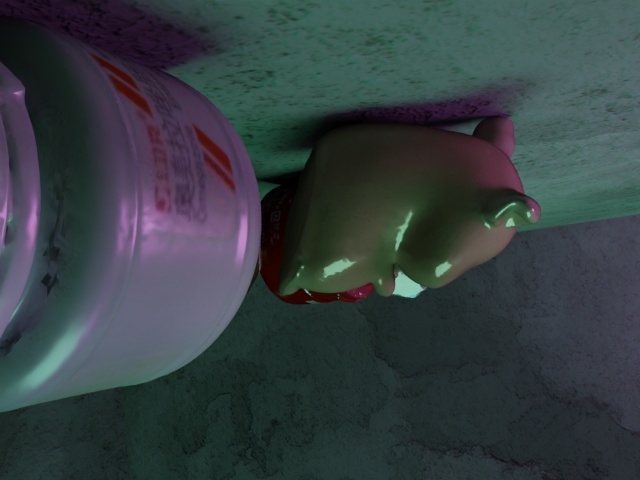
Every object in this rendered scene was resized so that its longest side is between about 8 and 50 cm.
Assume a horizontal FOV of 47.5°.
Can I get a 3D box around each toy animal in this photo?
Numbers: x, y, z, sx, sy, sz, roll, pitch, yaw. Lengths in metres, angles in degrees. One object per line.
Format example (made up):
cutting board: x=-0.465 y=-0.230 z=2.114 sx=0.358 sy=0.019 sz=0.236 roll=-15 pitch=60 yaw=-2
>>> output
toy animal: x=0.089 y=-0.025 z=0.811 sx=0.257 sy=0.212 sz=0.195 roll=5 pitch=-143 yaw=-4

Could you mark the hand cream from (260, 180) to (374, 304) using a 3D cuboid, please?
hand cream: x=0.000 y=0.000 z=1.084 sx=0.125 sy=0.193 sz=0.193 roll=-7 pitch=174 yaw=34

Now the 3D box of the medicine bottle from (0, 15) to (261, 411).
medicine bottle: x=-0.204 y=-0.016 z=0.448 sx=0.241 sy=0.241 sz=0.302 roll=-9 pitch=174 yaw=26

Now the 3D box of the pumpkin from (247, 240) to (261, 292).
pumpkin: x=-0.210 y=0.001 z=0.965 sx=0.261 sy=0.189 sz=0.260 roll=-12 pitch=146 yaw=-8
